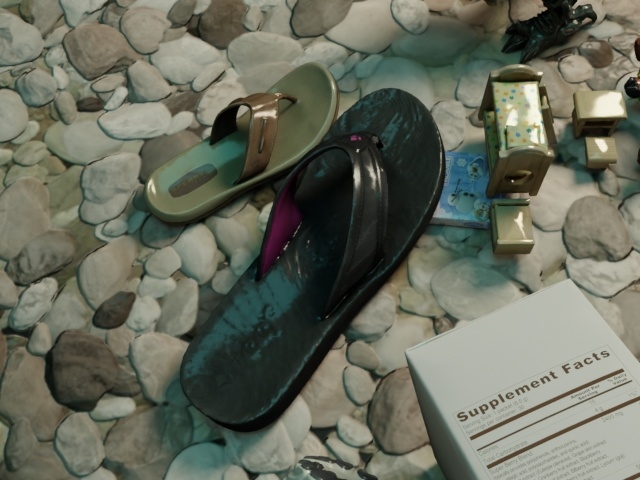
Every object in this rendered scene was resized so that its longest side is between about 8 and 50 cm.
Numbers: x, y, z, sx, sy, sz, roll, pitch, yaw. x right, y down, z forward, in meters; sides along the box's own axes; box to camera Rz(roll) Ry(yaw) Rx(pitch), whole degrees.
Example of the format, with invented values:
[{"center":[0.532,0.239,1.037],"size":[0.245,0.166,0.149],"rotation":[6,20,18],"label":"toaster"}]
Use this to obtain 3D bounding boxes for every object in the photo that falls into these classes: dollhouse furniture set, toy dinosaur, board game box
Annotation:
[{"center":[0.266,-0.089,1.060],"size":[0.161,0.101,0.182],"rotation":[-2,65,-1],"label":"dollhouse furniture set"},{"center":[0.256,-0.338,1.134],"size":[0.322,0.218,0.164],"rotation":[13,66,17],"label":"toy dinosaur"},{"center":[0.168,-0.059,1.121],"size":[0.090,0.020,0.090],"rotation":[5,64,14],"label":"board game box"}]

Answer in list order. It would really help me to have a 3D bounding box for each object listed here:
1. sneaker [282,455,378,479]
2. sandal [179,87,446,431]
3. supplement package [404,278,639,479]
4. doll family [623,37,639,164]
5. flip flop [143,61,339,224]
[{"center":[0.078,0.308,0.924],"size":[0.275,0.107,0.110],"rotation":[27,101,17],"label":"sneaker"},{"center":[0.001,0.002,1.068],"size":[0.168,0.107,0.445],"rotation":[22,70,25],"label":"sandal"},{"center":[0.217,0.211,0.836],"size":[0.175,0.177,0.293],"rotation":[-23,41,-5],"label":"supplement package"},{"center":[0.397,-0.152,1.092],"size":[0.111,0.076,0.193],"rotation":[-3,56,-12],"label":"doll family"},{"center":[-0.095,-0.122,1.170],"size":[0.277,0.080,0.112],"rotation":[-33,62,-6],"label":"flip flop"}]
